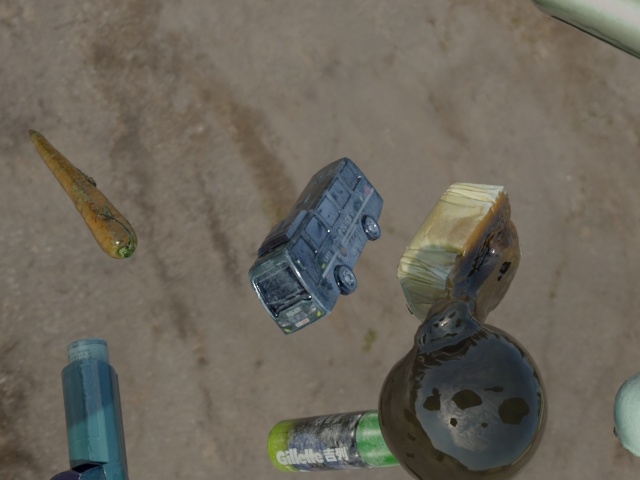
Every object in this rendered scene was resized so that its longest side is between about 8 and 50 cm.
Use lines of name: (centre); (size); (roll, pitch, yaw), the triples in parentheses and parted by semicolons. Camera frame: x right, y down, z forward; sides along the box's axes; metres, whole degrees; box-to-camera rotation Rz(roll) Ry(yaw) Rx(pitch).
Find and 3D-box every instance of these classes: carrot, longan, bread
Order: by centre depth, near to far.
longan: (0.144, 0.161, 1.089); (0.185, 0.159, 0.204); (-10, 94, -33)
carrot: (-0.304, -0.064, 1.330); (0.049, 0.049, 0.254); (-15, 51, -43)
bread: (0.229, 0.034, 1.655); (0.210, 0.110, 0.192); (-51, 140, -26)

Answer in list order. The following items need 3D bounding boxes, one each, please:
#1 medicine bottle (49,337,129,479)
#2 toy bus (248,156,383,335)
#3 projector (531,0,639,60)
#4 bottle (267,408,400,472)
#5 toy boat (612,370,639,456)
medicine bottle: (-0.345, 0.272, 1.574); (0.124, 0.079, 0.258); (24, 50, -52)
toy bus: (0.000, 0.000, 0.770); (0.065, 0.047, 0.166); (52, 31, -14)
projector: (0.264, -0.156, 0.398); (0.249, 0.248, 0.249); (-15, 41, -43)
bottle: (0.046, 0.322, 1.705); (0.093, 0.330, 0.093); (12, 71, -37)
toy boat: (0.364, 0.158, 0.955); (0.208, 0.078, 0.134); (9, 23, -11)
